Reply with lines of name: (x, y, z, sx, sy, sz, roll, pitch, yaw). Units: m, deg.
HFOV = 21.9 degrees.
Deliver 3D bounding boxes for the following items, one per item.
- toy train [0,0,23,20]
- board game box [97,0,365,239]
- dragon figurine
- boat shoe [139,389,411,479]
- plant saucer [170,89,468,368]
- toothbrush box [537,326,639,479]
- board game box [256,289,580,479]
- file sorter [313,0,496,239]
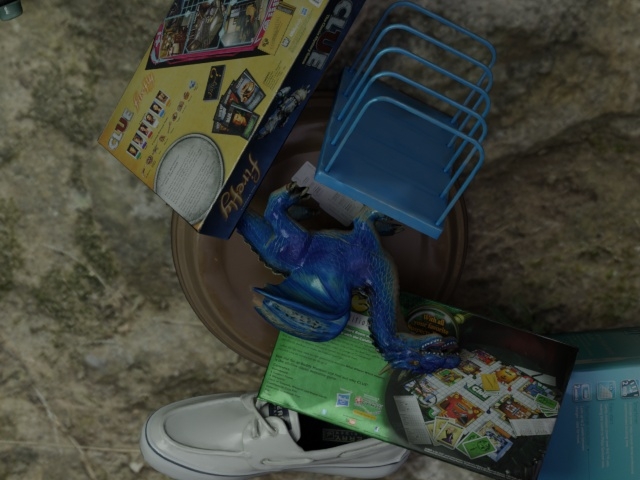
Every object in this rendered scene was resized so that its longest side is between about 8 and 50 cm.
toy train: (-0.369, -0.218, 1.366, 0.334, 0.190, 0.142, -18, 105, 2)
board game box: (-0.080, -0.146, 1.423, 0.042, 0.165, 0.243, 16, 109, -50)
dragon figurine: (-0.011, 0.034, 1.428, 0.289, 0.085, 0.144, 14, 74, 4)
boat shoe: (-0.037, 0.169, 1.532, 0.258, 0.095, 0.084, -2, 146, -11)
plant saucer: (0.000, 0.000, 1.525, 0.278, 0.041, 0.278, -1, 105, -2)
toothbrush box: (0.316, 0.197, 1.550, 0.295, 0.126, 0.216, -6, 104, -1)
board game box: (0.085, 0.118, 1.464, 0.260, 0.030, 0.136, 18, 87, 12)
file sorter: (0.079, -0.110, 1.416, 0.118, 0.170, 0.104, 25, 128, -9)
